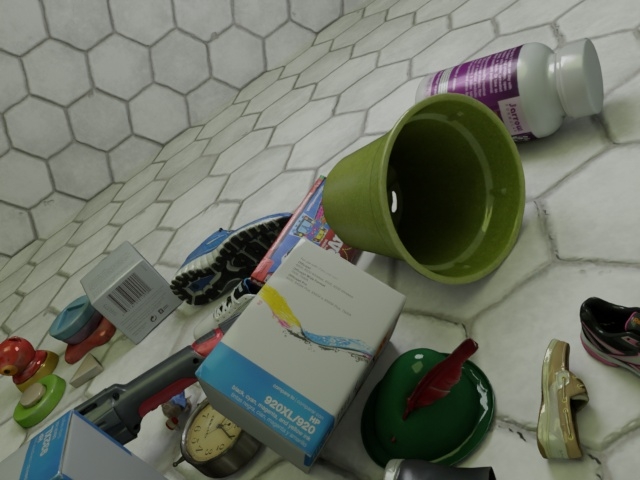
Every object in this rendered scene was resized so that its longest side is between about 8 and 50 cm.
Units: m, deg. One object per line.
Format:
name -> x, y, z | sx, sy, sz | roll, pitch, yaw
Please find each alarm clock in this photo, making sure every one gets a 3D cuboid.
alarm clock -> -0.129, 0.287, 0.792 | 0.192, 0.064, 0.129 | -19, 34, 30

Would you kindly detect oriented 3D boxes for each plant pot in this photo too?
plant pot -> 0.139, -0.072, 0.862 | 0.276, 0.276, 0.254 | -49, 21, -21

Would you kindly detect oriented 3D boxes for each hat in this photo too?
hat -> 0.100, 0.153, 0.627 | 0.208, 0.183, 0.173 | -26, 32, 17

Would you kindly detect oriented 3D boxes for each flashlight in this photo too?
flashlight -> -0.239, 0.242, 0.881 | 0.304, 0.103, 0.103 | -33, 62, -15

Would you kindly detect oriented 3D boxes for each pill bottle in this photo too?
pill bottle -> 0.342, -0.261, 0.970 | 0.301, 0.169, 0.169 | -6, 42, 42

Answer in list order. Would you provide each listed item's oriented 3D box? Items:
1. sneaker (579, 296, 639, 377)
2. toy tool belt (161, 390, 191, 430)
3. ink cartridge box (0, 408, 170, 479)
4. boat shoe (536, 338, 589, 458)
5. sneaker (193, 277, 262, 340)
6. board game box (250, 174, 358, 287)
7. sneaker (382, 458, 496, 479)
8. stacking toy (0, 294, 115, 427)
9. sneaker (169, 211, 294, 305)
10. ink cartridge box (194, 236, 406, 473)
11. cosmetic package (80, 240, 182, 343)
sneaker -> 0.345, 0.112, 0.544 | 0.072, 0.077, 0.178 | -48, 33, -16
toy tool belt -> -0.253, 0.288, 0.930 | 0.051, 0.052, 0.083 | -44, 31, 4
ink cartridge box -> -0.387, 0.418, 0.716 | 0.307, 0.223, 0.129 | -37, 30, -1
boat shoe -> 0.267, 0.172, 0.573 | 0.045, 0.050, 0.135 | -6, 52, 36
sneaker -> -0.158, 0.122, 1.030 | 0.237, 0.086, 0.085 | -32, 32, 9
board game box -> 0.000, 0.000, 1.011 | 0.145, 0.027, 0.281 | 26, 57, 9
sneaker -> 0.111, 0.313, 0.497 | 0.118, 0.083, 0.222 | -13, 39, 27
stacking toy -> -0.667, 0.277, 1.286 | 0.309, 0.130, 0.279 | -38, 30, -2
sneaker -> -0.190, 0.014, 1.170 | 0.330, 0.130, 0.147 | -25, 34, 18
ink cartridge box -> -0.020, 0.153, 0.707 | 0.168, 0.171, 0.233 | 30, 63, 14
cosmetic package -> -0.457, 0.120, 1.268 | 0.151, 0.151, 0.183 | -44, 32, -13
